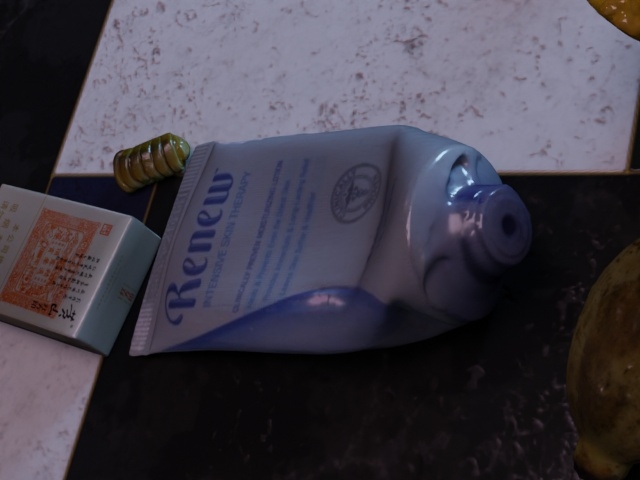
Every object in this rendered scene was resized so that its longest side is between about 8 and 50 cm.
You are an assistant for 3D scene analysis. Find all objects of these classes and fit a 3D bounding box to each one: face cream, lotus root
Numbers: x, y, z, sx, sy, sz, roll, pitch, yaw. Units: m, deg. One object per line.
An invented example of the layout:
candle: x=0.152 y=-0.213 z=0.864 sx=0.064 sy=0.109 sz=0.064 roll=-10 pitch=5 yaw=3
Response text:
face cream: x=0.000 y=0.000 z=1.148 sx=0.420 sy=0.137 sz=0.235 roll=-3 pitch=65 yaw=42
lotus root: x=0.250 y=0.086 z=0.934 sx=0.138 sy=0.138 sz=0.214 roll=27 pitch=92 yaw=37

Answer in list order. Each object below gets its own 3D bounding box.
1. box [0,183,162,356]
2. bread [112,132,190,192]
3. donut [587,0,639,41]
box: x=-0.275 y=0.028 z=1.308 sx=0.201 sy=0.058 sz=0.141 roll=15 pitch=73 yaw=34
bread: x=-0.177 y=-0.083 z=1.326 sx=0.088 sy=0.033 sz=0.049 roll=-17 pitch=64 yaw=21
donut: x=0.356 y=-0.342 z=0.957 sx=0.377 sy=0.435 sz=0.163 roll=-20 pitch=32 yaw=-30
